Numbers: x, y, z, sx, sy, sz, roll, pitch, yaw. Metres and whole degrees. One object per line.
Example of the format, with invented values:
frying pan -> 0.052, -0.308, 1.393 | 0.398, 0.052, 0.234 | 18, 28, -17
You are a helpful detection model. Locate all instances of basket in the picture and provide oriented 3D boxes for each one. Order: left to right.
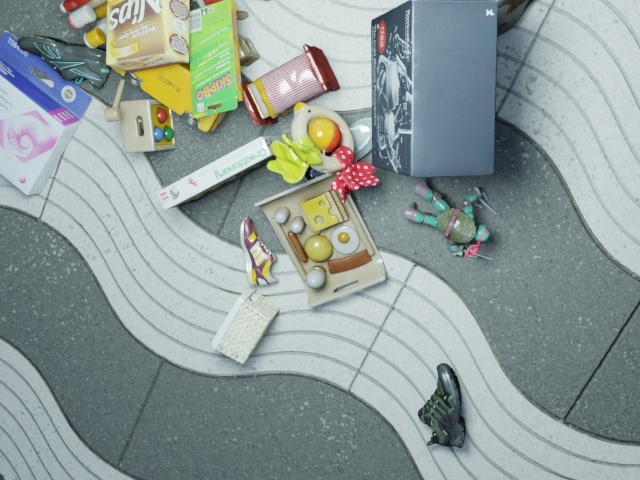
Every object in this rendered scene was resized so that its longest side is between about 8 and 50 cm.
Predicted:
basket -> -0.196, 0.224, 1.829 | 0.103, 0.113, 0.167 | 33, 107, 2

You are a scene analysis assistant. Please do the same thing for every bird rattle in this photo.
bird rattle -> 0.017, -0.211, 1.575 | 0.254, 0.143, 0.206 | 9, 68, -25

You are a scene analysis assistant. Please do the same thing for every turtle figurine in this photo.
turtle figurine -> 0.320, -0.050, 1.643 | 0.234, 0.118, 0.175 | 28, 106, 14

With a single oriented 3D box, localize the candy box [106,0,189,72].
candy box -> -0.400, -0.563, 1.618 | 0.183, 0.088, 0.316 | -1, 87, 28

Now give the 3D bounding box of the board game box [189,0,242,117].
board game box -> -0.246, -0.418, 1.619 | 0.124, 0.039, 0.259 | -7, 81, 26

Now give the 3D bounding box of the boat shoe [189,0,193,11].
boat shoe -> -0.330, -0.637, 1.704 | 0.114, 0.091, 0.302 | 26, 110, 33

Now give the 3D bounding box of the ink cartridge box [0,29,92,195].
ink cartridge box -> -0.834, -0.347, 1.906 | 0.324, 0.071, 0.330 | 37, 109, 5

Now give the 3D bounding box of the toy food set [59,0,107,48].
toy food set -> -0.572, -0.546, 1.712 | 0.105, 0.232, 0.111 | -20, 133, 19

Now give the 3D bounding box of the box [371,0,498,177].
box -> 0.229, -0.318, 1.484 | 0.179, 0.312, 0.342 | -3, 100, -11

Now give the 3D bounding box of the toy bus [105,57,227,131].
toy bus -> -0.373, -0.402, 1.741 | 0.333, 0.130, 0.108 | 34, 106, 6

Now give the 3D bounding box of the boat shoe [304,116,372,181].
boat shoe -> 0.051, -0.212, 1.693 | 0.228, 0.081, 0.079 | -39, 89, 18

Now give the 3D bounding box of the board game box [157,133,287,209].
board game box -> -0.229, -0.172, 1.716 | 0.306, 0.193, 0.053 | -25, 93, 18

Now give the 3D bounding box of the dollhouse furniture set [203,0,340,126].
dollhouse furniture set -> -0.133, -0.476, 1.652 | 0.201, 0.152, 0.373 | -26, 93, 18

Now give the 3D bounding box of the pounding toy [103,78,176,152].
pounding toy -> -0.445, -0.312, 1.738 | 0.094, 0.206, 0.180 | -1, 100, 15

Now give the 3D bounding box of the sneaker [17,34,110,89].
sneaker -> -0.674, -0.471, 1.823 | 0.268, 0.101, 0.106 | 16, 107, 11

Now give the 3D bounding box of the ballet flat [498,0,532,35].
ballet flat -> 0.431, -0.545, 1.549 | 0.084, 0.058, 0.250 | 37, 115, -17

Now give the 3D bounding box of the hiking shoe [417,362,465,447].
hiking shoe -> 0.297, 0.419, 1.750 | 0.114, 0.086, 0.226 | -7, 100, 12

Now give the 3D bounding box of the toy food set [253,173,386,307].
toy food set -> 0.000, 0.000, 1.720 | 0.220, 0.092, 0.306 | -22, 107, 18

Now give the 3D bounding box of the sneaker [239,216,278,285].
sneaker -> -0.156, 0.025, 1.807 | 0.084, 0.069, 0.185 | -6, 105, 7
